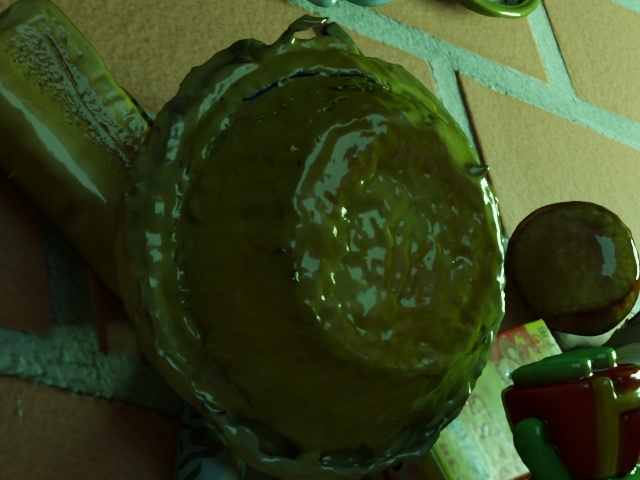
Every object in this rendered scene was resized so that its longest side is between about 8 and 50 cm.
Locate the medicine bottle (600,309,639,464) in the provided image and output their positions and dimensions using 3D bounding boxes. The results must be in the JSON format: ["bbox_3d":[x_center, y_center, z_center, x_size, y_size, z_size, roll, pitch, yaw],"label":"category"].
[{"bbox_3d":[0.363,0.143,1.917,0.147,0.147,0.247,53,35,4],"label":"medicine bottle"}]

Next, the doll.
[{"bbox_3d":[0.240,0.276,1.578,0.183,0.160,0.363,-10,99,-60],"label":"doll"}]

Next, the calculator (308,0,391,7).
[{"bbox_3d":[0.038,-0.360,2.076,0.188,0.042,0.302,41,49,-4],"label":"calculator"}]

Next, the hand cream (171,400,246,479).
[{"bbox_3d":[-0.093,0.183,1.466,0.088,0.055,0.256,39,29,-23],"label":"hand cream"}]

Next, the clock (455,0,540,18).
[{"bbox_3d":[0.175,-0.360,2.250,0.237,0.057,0.237,25,45,-28],"label":"clock"}]

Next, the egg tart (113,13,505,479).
[{"bbox_3d":[0.020,0.006,1.485,0.388,0.169,0.387,7,77,-34],"label":"egg tart"}]

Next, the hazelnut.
[{"bbox_3d":[0.267,0.033,1.938,0.150,0.150,0.150,29,40,-27],"label":"hazelnut"}]

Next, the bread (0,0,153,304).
[{"bbox_3d":[-0.195,-0.064,1.536,0.305,0.091,0.142,50,53,0],"label":"bread"}]

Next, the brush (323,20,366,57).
[{"bbox_3d":[0.073,-0.167,1.985,0.190,0.027,0.034,51,33,3],"label":"brush"}]

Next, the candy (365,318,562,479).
[{"bbox_3d":[0.142,0.170,1.696,0.276,0.088,0.146,-10,67,-50],"label":"candy"}]
